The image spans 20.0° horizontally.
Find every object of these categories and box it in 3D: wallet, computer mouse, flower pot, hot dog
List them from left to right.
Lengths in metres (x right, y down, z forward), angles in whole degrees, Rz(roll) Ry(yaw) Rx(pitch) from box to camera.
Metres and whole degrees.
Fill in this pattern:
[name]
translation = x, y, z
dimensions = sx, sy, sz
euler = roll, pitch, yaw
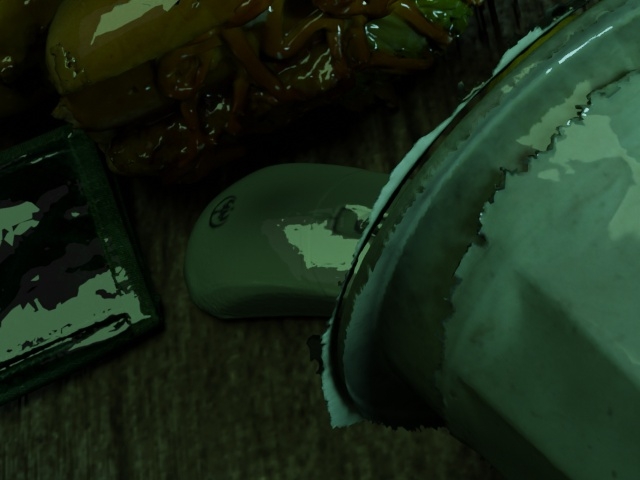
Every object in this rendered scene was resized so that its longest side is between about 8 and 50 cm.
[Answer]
[wallet]
translation = -0.217, 0.034, 1.053
dimensions = 0.236, 0.055, 0.160
euler = -26, 56, 4
[computer mouse]
translation = 0.000, 0.000, 0.977
dimensions = 0.181, 0.056, 0.089
euler = 4, 63, 26
[hot dog]
translation = 0.010, -0.141, 1.016
dimensions = 0.349, 0.158, 0.117
euler = -30, 67, -3
[flower pot]
translation = 0.179, 0.057, 0.741
dimensions = 0.290, 0.290, 0.259
euler = -38, 63, -6

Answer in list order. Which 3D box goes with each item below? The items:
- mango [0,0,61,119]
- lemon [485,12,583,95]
[mango]
translation = -0.229, -0.192, 1.139
dimensions = 0.201, 0.153, 0.287
euler = -13, 48, -28
[lemon]
translation = 0.141, -0.063, 0.923
dimensions = 0.133, 0.109, 0.109
euler = -12, 51, 2
